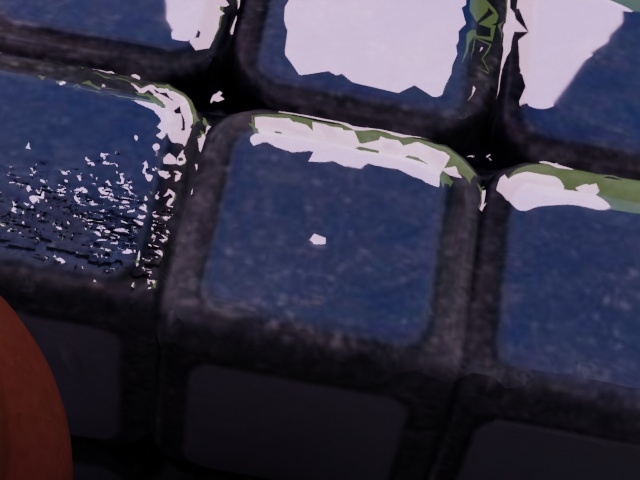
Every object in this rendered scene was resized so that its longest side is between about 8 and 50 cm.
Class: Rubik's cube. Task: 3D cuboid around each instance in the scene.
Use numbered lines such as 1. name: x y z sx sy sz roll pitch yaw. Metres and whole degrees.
1. Rubik's cube: 0.000 0.000 0.719 0.305 0.301 0.303 11 -34 1

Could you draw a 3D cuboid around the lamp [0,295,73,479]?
1. lamp: -0.135 0.028 0.346 0.182 0.140 0.182 27 -10 5
